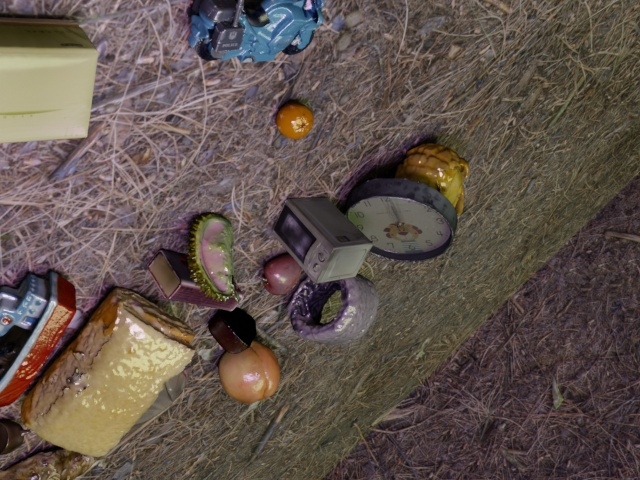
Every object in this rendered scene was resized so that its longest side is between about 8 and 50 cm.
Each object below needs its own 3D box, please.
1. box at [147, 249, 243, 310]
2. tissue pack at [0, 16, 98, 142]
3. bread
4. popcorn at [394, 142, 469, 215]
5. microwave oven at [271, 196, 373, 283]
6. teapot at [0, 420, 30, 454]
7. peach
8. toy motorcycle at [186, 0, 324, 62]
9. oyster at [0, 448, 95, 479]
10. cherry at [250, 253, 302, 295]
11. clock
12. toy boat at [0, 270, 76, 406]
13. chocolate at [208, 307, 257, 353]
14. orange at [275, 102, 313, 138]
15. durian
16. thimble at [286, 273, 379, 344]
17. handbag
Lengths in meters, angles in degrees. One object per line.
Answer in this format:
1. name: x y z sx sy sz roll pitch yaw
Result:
1. box: -0.289 0.096 1.570 0.069 0.120 0.224 -47 150 13
2. tissue pack: -0.460 -0.231 0.977 0.234 0.125 0.159 -11 137 -39
3. bread: -0.483 0.301 1.529 0.236 0.165 0.375 37 102 -30
4. popcorn: 0.299 -0.149 1.863 0.250 0.190 0.250 -15 122 -25
5. microwave oven: 0.000 0.000 1.690 0.163 0.205 0.129 -4 131 -44
6. teapot: -0.731 0.458 1.561 0.121 0.076 0.068 -21 163 18
7. peach: -0.203 0.386 1.960 0.184 0.184 0.184 -29 146 -22
8. toy motorcycle: -0.101 -0.395 1.190 0.272 0.124 0.182 -17 151 -36
9. oyster: -0.738 0.623 1.739 0.294 0.094 0.166 -28 155 -12
10. cherry: -0.104 0.089 1.794 0.126 0.087 0.106 -38 152 -3
11. clock: 0.213 -0.047 1.809 0.313 0.312 0.061 79 22 -54
12. toy boat: -0.621 0.208 1.325 0.133 0.145 0.332 29 105 -33
13. chocolate: -0.238 0.253 1.827 0.080 0.125 0.148 -34 156 18
14. orange: -0.055 -0.257 1.449 0.083 0.070 0.083 -25 140 -24
15. durian: -0.250 0.046 1.495 0.137 0.221 0.095 14 139 -40
16. thimble: 0.034 0.191 1.959 0.245 0.217 0.157 -36 148 20
17. handbag: -0.470 0.403 1.738 0.270 0.117 0.182 -42 154 6
